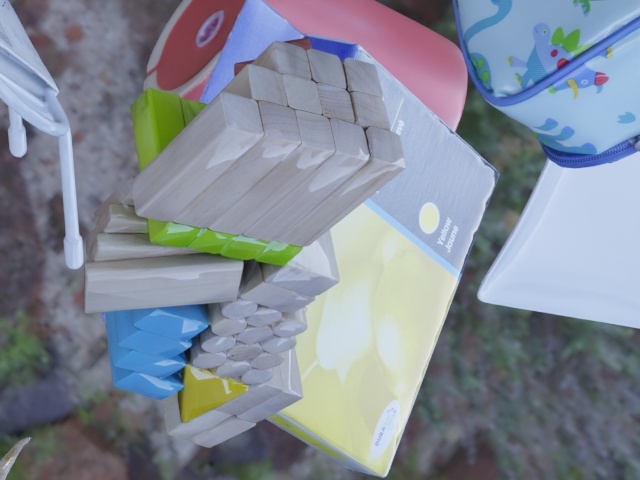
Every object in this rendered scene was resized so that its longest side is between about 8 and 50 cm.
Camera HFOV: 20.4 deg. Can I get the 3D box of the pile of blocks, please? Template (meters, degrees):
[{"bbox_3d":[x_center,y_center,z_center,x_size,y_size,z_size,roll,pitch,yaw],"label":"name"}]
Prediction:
[{"bbox_3d":[-0.066,-0.007,0.992,0.149,0.112,0.362,-3,150,-15],"label":"pile of blocks"}]

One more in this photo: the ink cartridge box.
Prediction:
[{"bbox_3d":[0.000,0.000,1.481,0.307,0.072,0.303,37,70,-43],"label":"ink cartridge box"}]

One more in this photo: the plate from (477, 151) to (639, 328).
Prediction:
[{"bbox_3d":[0.327,-0.016,1.783,0.277,0.045,0.278,10,138,-11],"label":"plate"}]

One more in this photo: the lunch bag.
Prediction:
[{"bbox_3d":[0.144,-0.151,0.810,0.176,0.219,0.090,-31,136,26],"label":"lunch bag"}]

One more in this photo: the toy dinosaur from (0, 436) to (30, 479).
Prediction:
[{"bbox_3d":[-0.306,0.234,1.495,0.183,0.093,0.053,-59,151,-7],"label":"toy dinosaur"}]

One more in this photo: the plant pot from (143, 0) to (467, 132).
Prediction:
[{"bbox_3d":[-0.028,-0.153,1.810,0.243,0.275,0.275,34,92,-27],"label":"plant pot"}]

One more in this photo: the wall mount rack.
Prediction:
[{"bbox_3d":[-0.314,-0.142,1.658,0.130,0.350,0.304,-42,133,9],"label":"wall mount rack"}]
